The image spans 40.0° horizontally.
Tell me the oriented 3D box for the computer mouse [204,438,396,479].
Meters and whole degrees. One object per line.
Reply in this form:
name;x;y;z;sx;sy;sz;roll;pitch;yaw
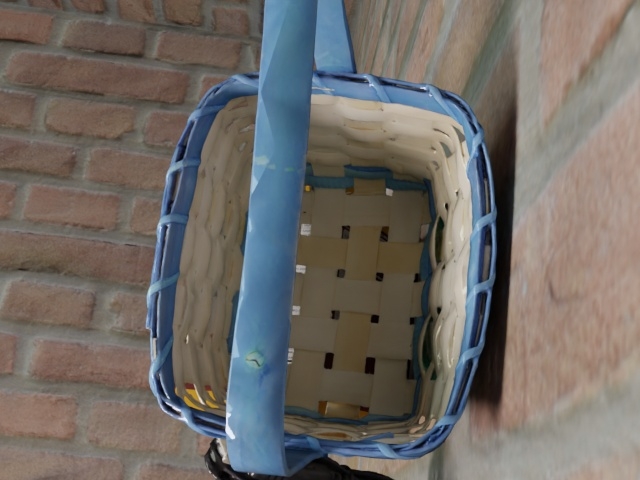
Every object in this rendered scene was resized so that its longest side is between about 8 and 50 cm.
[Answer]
computer mouse;0.015;0.242;0.515;0.072;0.188;0.272;-38;37;37

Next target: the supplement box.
supplement box;-0.012;0.067;0.760;0.191;0.129;0.194;31;-117;-58

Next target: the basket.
basket;0.000;0.000;0.509;0.289;0.200;0.255;49;-134;-73
